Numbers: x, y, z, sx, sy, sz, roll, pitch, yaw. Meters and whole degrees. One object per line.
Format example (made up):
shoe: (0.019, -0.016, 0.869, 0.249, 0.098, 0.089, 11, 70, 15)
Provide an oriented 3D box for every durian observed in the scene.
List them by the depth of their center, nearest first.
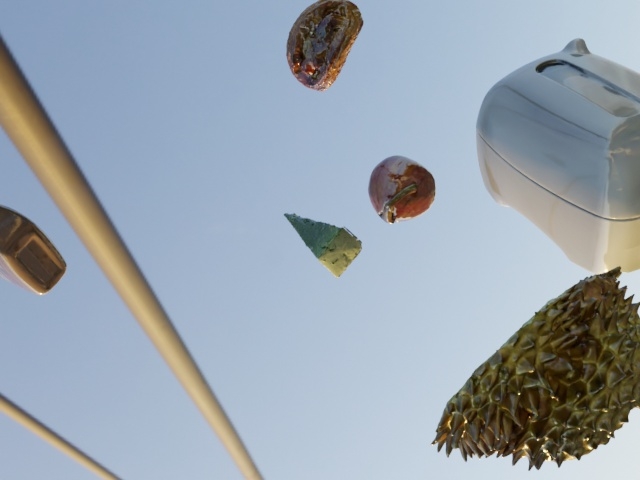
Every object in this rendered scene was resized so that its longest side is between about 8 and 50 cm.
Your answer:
durian: (0.218, 0.132, 0.789, 0.252, 0.144, 0.139, -55, 0, 11)

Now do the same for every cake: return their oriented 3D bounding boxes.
cake: (-0.017, 0.006, 1.935, 0.100, 0.235, 0.099, 42, -105, -38)

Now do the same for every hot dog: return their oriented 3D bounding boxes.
hot dog: (0.008, -0.465, 1.939, 0.099, 0.160, 0.227, -11, -53, -59)

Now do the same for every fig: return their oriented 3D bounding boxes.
fig: (0.218, -0.132, 2.255, 0.205, 0.205, 0.205, -21, -65, -54)

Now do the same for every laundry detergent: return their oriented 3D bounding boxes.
laundry detergent: (-0.501, -0.013, 1.220, 0.076, 0.237, 0.171, -54, -37, -25)

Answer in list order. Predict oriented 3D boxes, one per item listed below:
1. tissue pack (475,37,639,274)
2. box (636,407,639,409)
tissue pack: (0.381, -0.130, 1.170, 0.229, 0.333, 0.236, -21, -51, -17)
box: (0.544, 0.204, 1.081, 0.149, 0.233, 0.067, -30, -47, -59)
